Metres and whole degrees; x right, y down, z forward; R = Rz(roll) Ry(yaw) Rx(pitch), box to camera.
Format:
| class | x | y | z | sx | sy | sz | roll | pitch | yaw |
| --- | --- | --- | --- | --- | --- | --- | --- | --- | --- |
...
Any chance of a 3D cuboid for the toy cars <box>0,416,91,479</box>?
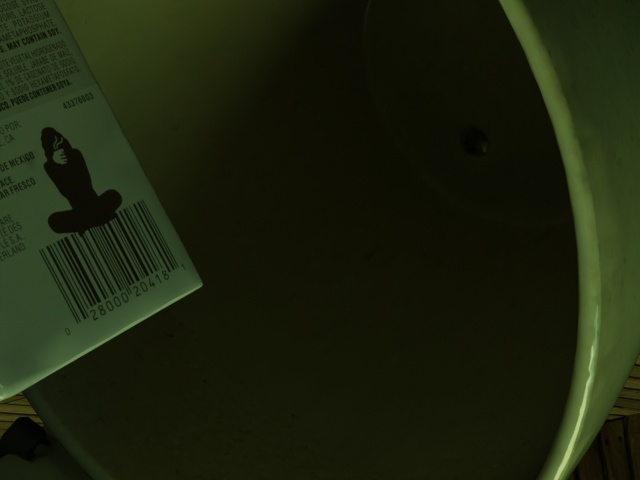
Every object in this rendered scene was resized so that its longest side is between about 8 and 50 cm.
| class | x | y | z | sx | sy | sz | roll | pitch | yaw |
| --- | --- | --- | --- | --- | --- | --- | --- | --- | --- |
| toy cars | -0.173 | 0.099 | 0.634 | 0.176 | 0.393 | 0.087 | 25 | 104 | -37 |

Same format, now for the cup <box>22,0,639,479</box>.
| class | x | y | z | sx | sy | sz | roll | pitch | yaw |
| --- | --- | --- | --- | --- | --- | --- | --- | --- | --- |
| cup | 0.024 | -0.049 | 0.553 | 0.331 | 0.331 | 0.237 | -22 | -176 | 45 |

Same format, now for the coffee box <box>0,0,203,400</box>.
| class | x | y | z | sx | sy | sz | roll | pitch | yaw |
| --- | --- | --- | --- | --- | --- | --- | --- | --- | --- |
| coffee box | -0.167 | -0.057 | 0.469 | 0.141 | 0.246 | 0.098 | -25 | -176 | 46 |
